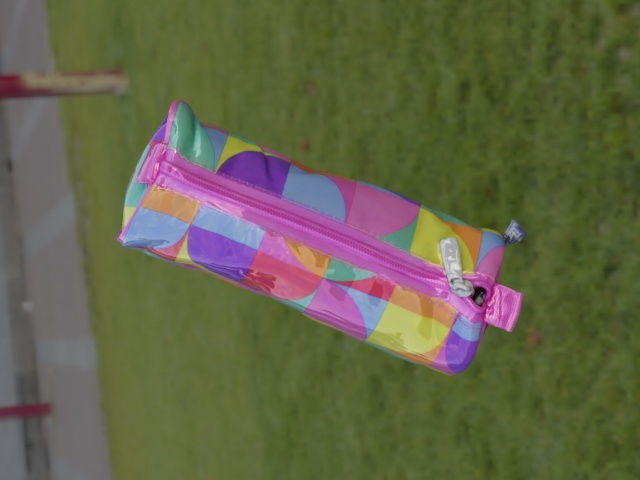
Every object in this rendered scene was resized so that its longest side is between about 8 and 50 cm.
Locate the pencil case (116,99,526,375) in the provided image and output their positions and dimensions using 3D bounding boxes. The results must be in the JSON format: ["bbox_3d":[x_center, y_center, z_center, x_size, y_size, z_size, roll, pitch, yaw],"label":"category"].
[{"bbox_3d":[0.000,0.000,0.919,0.104,0.236,0.104,-160,90,-86],"label":"pencil case"}]
